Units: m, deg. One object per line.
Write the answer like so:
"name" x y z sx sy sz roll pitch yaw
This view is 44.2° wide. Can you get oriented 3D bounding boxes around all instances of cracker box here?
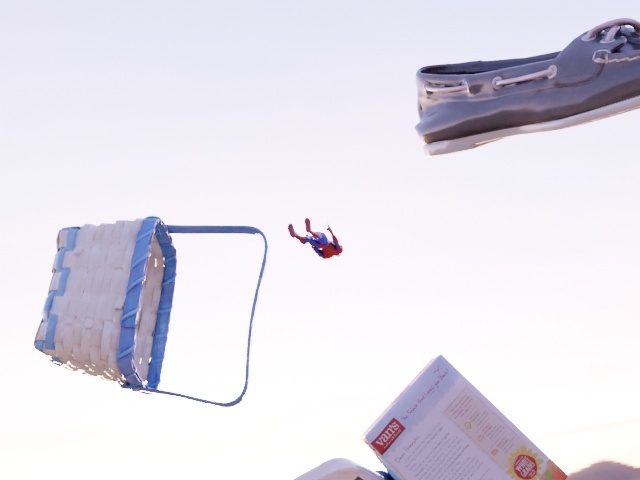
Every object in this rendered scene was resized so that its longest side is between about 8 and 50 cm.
"cracker box" 0.189 0.290 1.062 0.155 0.232 0.067 -44 -7 -12

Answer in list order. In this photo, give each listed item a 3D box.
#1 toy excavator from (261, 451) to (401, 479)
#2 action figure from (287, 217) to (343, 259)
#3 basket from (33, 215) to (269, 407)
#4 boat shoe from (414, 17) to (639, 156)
"toy excavator" 0.127 0.462 1.489 0.433 0.222 0.445 -47 -58 -2
"action figure" 0.000 0.000 1.003 0.038 0.030 0.115 -23 -29 18
"basket" -0.226 0.088 1.100 0.288 0.255 0.201 6 -21 7
"boat shoe" 0.201 -0.146 0.700 0.112 0.096 0.335 -20 7 -35
